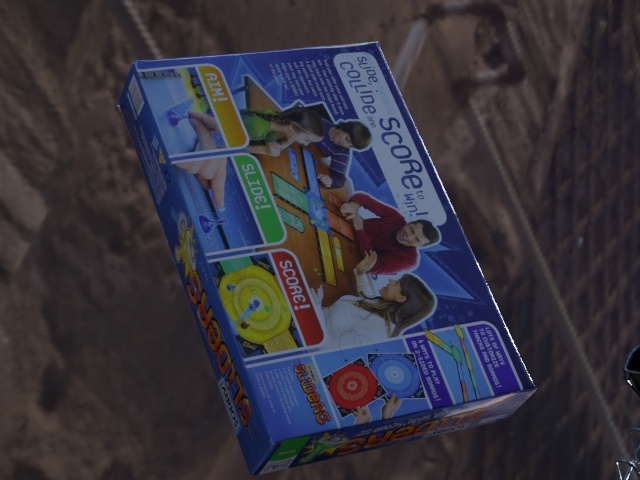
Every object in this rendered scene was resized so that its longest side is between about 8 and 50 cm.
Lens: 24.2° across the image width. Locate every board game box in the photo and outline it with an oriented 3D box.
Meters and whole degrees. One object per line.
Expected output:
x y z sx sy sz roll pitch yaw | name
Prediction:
0.000 0.000 0.696 0.136 0.201 0.035 -8 -28 -27 | board game box

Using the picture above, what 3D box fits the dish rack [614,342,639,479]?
0.304 0.214 1.158 0.208 0.271 0.074 8 -36 36 | dish rack
